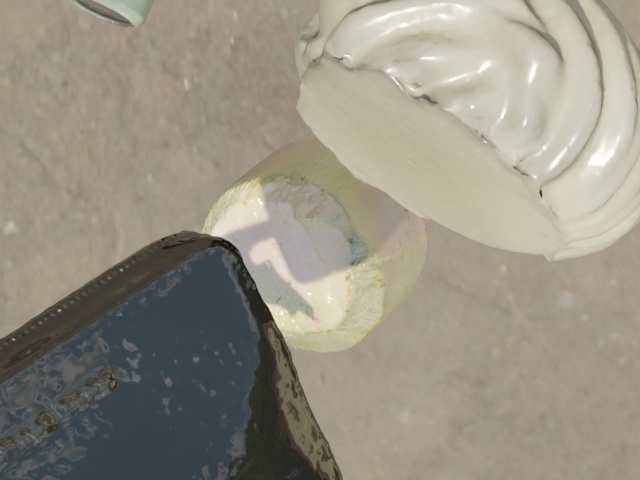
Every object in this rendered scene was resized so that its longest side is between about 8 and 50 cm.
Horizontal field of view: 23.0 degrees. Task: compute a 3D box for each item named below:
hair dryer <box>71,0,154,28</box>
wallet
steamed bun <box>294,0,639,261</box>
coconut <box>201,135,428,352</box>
[{"bbox_3d":[-0.119,-0.146,0.673,0.124,0.038,0.063,27,82,-24],"label":"hair dryer"},{"bbox_3d":[-0.102,0.107,0.619,0.250,0.044,0.149,-34,109,-34],"label":"wallet"},{"bbox_3d":[0.075,-0.073,0.714,0.183,0.183,0.106,45,71,-34],"label":"steamed bun"},{"bbox_3d":[0.000,0.000,1.112,0.147,0.153,0.147,7,111,20],"label":"coconut"}]
